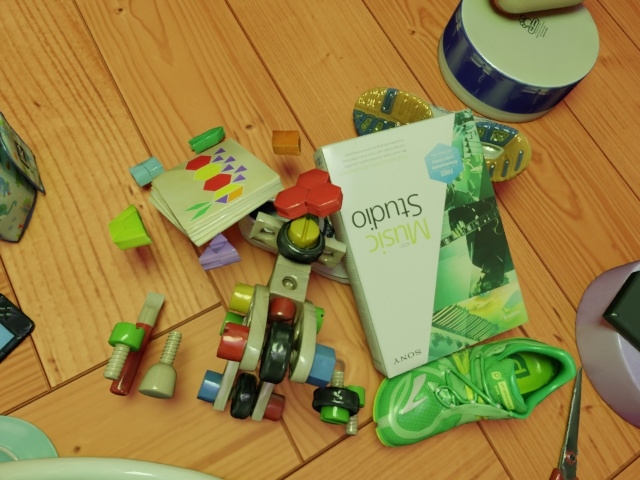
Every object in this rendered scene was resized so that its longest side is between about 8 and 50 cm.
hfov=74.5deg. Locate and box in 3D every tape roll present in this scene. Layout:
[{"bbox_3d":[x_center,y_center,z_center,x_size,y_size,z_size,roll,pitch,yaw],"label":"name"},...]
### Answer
[{"bbox_3d":[0.551,0.160,0.651,0.274,0.090,0.275,2,73,-7],"label":"tape roll"}]

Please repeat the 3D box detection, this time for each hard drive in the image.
[{"bbox_3d":[0.480,0.121,0.595,0.135,0.022,0.094,44,72,7],"label":"hard drive"}]

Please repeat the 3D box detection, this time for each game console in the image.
[{"bbox_3d":[-0.462,0.119,0.534,0.107,0.071,0.122,38,72,5],"label":"game console"}]

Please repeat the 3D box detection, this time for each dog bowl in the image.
[{"bbox_3d":[0.363,-0.362,0.783,0.264,0.104,0.265,2,72,-7],"label":"dog bowl"}]

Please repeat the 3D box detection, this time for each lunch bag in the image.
[{"bbox_3d":[-0.448,-0.089,0.572,0.096,0.129,0.152,10,70,-10],"label":"lunch bag"}]

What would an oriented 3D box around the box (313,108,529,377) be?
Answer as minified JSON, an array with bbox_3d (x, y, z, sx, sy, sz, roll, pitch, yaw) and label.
[{"bbox_3d":[0.145,0.000,0.594,0.232,0.058,0.322,-18,94,-13],"label":"box"}]

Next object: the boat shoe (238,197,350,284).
[{"bbox_3d":[0.000,0.000,0.628,0.257,0.084,0.095,13,71,-3],"label":"boat shoe"}]

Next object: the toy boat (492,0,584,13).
[{"bbox_3d":[0.378,-0.485,0.712,0.230,0.151,0.151,-12,46,-11],"label":"toy boat"}]

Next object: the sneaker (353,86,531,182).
[{"bbox_3d":[0.198,-0.174,0.713,0.296,0.131,0.112,27,114,18],"label":"sneaker"}]

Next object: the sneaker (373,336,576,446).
[{"bbox_3d":[0.208,0.194,0.575,0.295,0.123,0.110,-17,76,-12],"label":"sneaker"}]

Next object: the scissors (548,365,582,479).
[{"bbox_3d":[0.364,0.337,0.608,0.109,0.021,0.297,34,70,6],"label":"scissors"}]

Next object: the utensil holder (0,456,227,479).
[{"bbox_3d":[-0.221,0.427,0.343,0.327,0.328,0.386,10,74,-4],"label":"utensil holder"}]

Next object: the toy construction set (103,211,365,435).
[{"bbox_3d":[-0.096,0.087,0.544,0.308,0.258,0.238,2,55,9],"label":"toy construction set"}]

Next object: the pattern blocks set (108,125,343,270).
[{"bbox_3d":[-0.143,-0.072,0.569,0.285,0.026,0.325,-26,41,-10],"label":"pattern blocks set"}]

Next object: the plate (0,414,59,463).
[{"bbox_3d":[-0.415,0.312,0.505,0.187,0.024,0.188,2,73,-6],"label":"plate"}]
